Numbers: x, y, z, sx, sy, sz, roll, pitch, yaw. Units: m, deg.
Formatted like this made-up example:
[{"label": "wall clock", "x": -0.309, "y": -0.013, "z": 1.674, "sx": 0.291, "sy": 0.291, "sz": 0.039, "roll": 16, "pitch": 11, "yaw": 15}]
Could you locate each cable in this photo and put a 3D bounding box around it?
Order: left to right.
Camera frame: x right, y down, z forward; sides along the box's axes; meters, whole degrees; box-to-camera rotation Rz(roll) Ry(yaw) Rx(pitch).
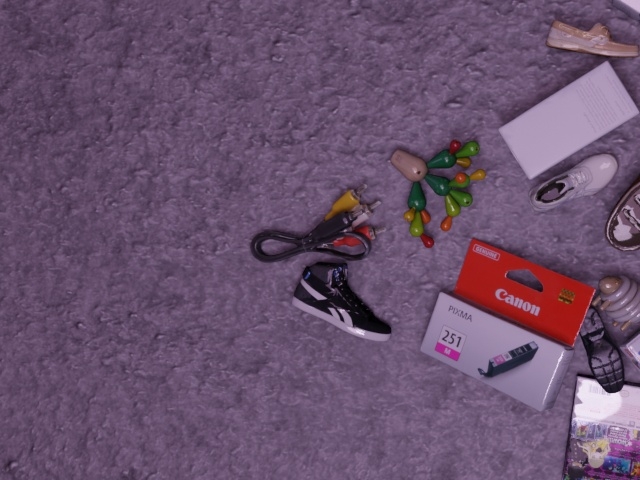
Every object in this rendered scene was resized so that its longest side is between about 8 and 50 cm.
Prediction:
[{"label": "cable", "x": 0.000, "y": 0.000, "z": 1.877, "sx": 0.287, "sy": 0.072, "sz": 0.139, "roll": -24, "pitch": 86, "yaw": 26}]

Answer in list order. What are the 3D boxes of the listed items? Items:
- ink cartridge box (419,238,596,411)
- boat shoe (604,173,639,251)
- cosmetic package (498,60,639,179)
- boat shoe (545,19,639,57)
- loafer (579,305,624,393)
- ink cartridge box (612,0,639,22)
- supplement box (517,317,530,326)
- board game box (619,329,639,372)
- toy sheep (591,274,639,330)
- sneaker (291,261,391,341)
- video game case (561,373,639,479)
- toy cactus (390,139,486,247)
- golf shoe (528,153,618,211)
[{"label": "ink cartridge box", "x": 0.345, "y": 0.152, "z": 1.732, "sx": 0.275, "sy": 0.060, "sz": 0.239, "roll": 25, "pitch": 103, "yaw": 35}, {"label": "boat shoe", "x": 0.633, "y": -0.104, "z": 1.670, "sx": 0.111, "sy": 0.104, "sz": 0.307, "roll": 43, "pitch": 101, "yaw": 0}, {"label": "cosmetic package", "x": 0.460, "y": -0.220, "z": 1.717, "sx": 0.231, "sy": 0.085, "sz": 0.117, "roll": -31, "pitch": 85, "yaw": 17}, {"label": "boat shoe", "x": 0.504, "y": -0.373, "z": 1.704, "sx": 0.170, "sy": 0.063, "sz": 0.059, "roll": 13, "pitch": 103, "yaw": 15}, {"label": "loafer", "x": 0.523, "y": 0.201, "z": 1.729, "sx": 0.062, "sy": 0.061, "sz": 0.170, "roll": -19, "pitch": 83, "yaw": 14}, {"label": "ink cartridge box", "x": 0.620, "y": -0.439, "z": 1.669, "sx": 0.150, "sy": 0.063, "sz": 0.109, "roll": 36, "pitch": 102, "yaw": 10}, {"label": "supplement box", "x": 0.410, "y": 0.195, "z": 1.769, "sx": 0.083, "sy": 0.056, "sz": 0.083, "roll": 14, "pitch": 96, "yaw": 14}, {"label": "board game box", "x": 0.714, "y": 0.252, "z": 1.666, "sx": 0.193, "sy": 0.053, "sz": 0.305, "roll": -37, "pitch": 83, "yaw": -5}, {"label": "toy sheep", "x": 0.562, "y": 0.115, "z": 1.710, "sx": 0.091, "sy": 0.091, "sz": 0.132, "roll": -43, "pitch": 106, "yaw": 13}, {"label": "sneaker", "x": 0.054, "y": 0.111, "z": 1.847, "sx": 0.217, "sy": 0.079, "sz": 0.121, "roll": 22, "pitch": 100, "yaw": 14}, {"label": "video game case", "x": 0.585, "y": 0.373, "z": 1.741, "sx": 0.232, "sy": 0.042, "sz": 0.210, "roll": 7, "pitch": 94, "yaw": 14}, {"label": "toy cactus", "x": 0.210, "y": -0.113, "z": 1.790, "sx": 0.180, "sy": 0.112, "sz": 0.219, "roll": 36, "pitch": 110, "yaw": 20}, {"label": "golf shoe", "x": 0.473, "y": -0.105, "z": 1.719, "sx": 0.176, "sy": 0.086, "sz": 0.069, "roll": -30, "pitch": 84, "yaw": 13}]
